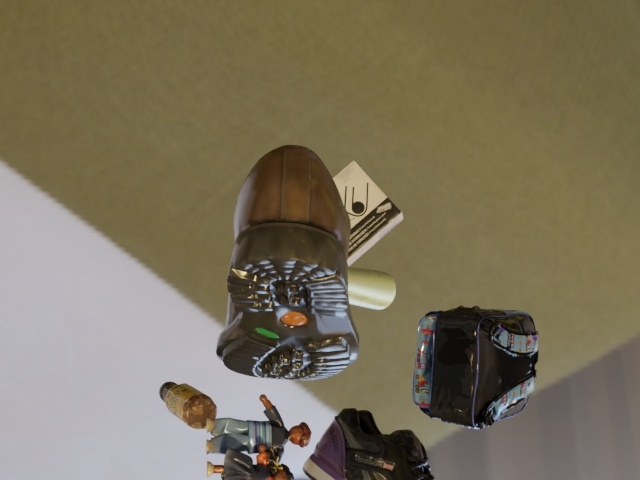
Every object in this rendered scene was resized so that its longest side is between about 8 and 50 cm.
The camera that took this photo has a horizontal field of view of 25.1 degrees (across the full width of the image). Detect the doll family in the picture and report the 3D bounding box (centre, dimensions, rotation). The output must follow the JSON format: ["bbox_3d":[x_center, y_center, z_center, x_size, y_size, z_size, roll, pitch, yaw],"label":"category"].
[{"bbox_3d":[-0.063,0.259,1.488,0.111,0.193,0.076,0,-173,-6],"label":"doll family"}]

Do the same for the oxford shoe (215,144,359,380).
[{"bbox_3d":[-0.014,0.019,0.828,0.082,0.096,0.227,5,154,-5],"label":"oxford shoe"}]

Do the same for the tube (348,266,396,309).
[{"bbox_3d":[0.023,0.062,2.138,0.070,0.062,0.240,-46,148,24],"label":"tube"}]

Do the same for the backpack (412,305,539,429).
[{"bbox_3d":[0.213,0.160,1.891,0.117,0.158,0.173,6,-174,35],"label":"backpack"}]

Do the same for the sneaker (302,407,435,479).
[{"bbox_3d":[0.105,0.315,1.875,0.107,0.283,0.124,26,94,-56],"label":"sneaker"}]

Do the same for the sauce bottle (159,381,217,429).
[{"bbox_3d":[-0.157,0.188,1.664,0.042,0.042,0.128,21,175,-24],"label":"sauce bottle"}]

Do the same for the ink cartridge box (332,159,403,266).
[{"bbox_3d":[0.000,0.000,1.879,0.207,0.097,0.046,-41,168,-3],"label":"ink cartridge box"}]
